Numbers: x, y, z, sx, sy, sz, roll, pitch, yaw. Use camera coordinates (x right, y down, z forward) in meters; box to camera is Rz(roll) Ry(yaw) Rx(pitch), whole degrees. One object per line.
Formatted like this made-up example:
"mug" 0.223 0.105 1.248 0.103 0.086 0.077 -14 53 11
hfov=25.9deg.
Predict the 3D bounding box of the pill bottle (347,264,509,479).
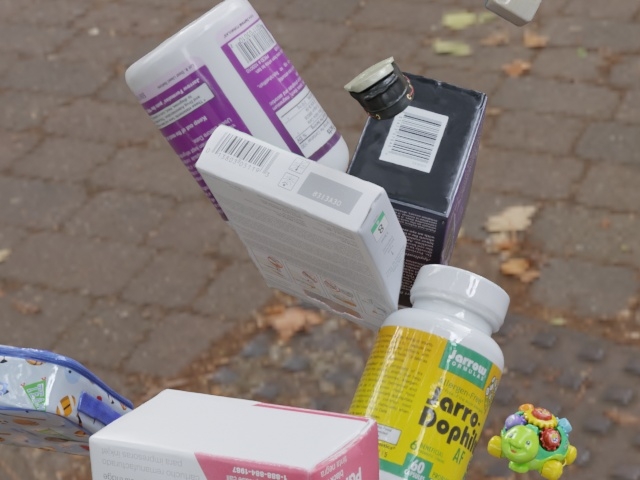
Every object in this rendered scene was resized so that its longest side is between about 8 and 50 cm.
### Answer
"pill bottle" 0.093 0.133 1.229 0.117 0.117 0.208 13 71 30

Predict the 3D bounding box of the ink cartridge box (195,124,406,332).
"ink cartridge box" 0.000 0.000 1.281 0.181 0.224 0.056 23 70 29

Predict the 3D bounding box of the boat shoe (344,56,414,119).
"boat shoe" 0.050 -0.126 1.164 0.049 0.042 0.133 -34 10 5

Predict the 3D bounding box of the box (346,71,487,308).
"box" 0.091 -0.045 1.414 0.108 0.207 0.153 16 62 9

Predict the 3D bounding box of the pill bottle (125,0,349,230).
"pill bottle" -0.074 -0.115 1.599 0.169 0.301 0.169 -33 11 7

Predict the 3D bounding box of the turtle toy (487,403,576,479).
"turtle toy" 0.250 0.236 1.648 0.095 0.066 0.130 20 22 23

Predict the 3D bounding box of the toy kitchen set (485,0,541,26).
"toy kitchen set" 0.171 -0.353 1.687 0.207 0.122 0.166 29 -5 -7

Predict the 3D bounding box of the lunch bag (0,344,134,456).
"lunch bag" -0.416 0.241 2.083 0.243 0.303 0.115 3 70 18

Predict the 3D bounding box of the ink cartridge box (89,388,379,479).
"ink cartridge box" -0.048 0.215 0.854 0.158 0.218 0.092 4 16 27
